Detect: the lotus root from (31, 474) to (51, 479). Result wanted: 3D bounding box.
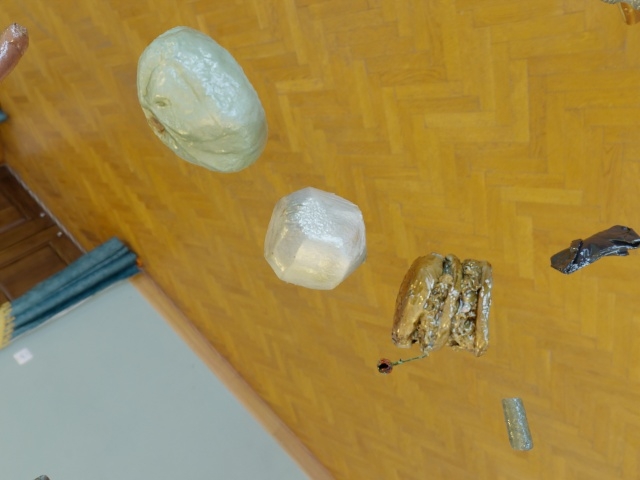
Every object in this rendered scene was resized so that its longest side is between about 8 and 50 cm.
[{"bbox_3d":[-0.404,0.455,0.815,0.192,0.088,0.113,58,165,-19],"label":"lotus root"}]

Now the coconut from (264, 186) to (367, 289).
[{"bbox_3d":[0.000,-0.002,0.819,0.162,0.161,0.161,15,142,-20],"label":"coconut"}]

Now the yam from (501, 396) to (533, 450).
[{"bbox_3d":[0.655,0.608,1.691,0.078,0.078,0.179,-16,86,47],"label":"yam"}]

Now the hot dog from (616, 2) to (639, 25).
[{"bbox_3d":[0.719,-0.565,1.153,0.092,0.235,0.062,-36,63,26],"label":"hot dog"}]

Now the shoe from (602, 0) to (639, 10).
[{"bbox_3d":[0.619,-0.536,1.040,0.168,0.100,0.071,12,137,-11],"label":"shoe"}]

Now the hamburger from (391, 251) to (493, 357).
[{"bbox_3d":[0.274,0.144,1.120,0.211,0.261,0.245,12,137,10],"label":"hamburger"}]

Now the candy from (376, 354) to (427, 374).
[{"bbox_3d":[0.266,0.399,1.658,0.184,0.049,0.056,-24,97,30],"label":"candy"}]

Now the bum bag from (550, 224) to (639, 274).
[{"bbox_3d":[0.800,0.025,1.483,0.248,0.123,0.060,-21,115,6],"label":"bum bag"}]

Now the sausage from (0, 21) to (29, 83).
[{"bbox_3d":[-0.423,-0.208,0.639,0.036,0.158,0.042,41,168,-38],"label":"sausage"}]

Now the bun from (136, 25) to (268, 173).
[{"bbox_3d":[-0.161,-0.169,0.658,0.195,0.118,0.195,40,160,18],"label":"bun"}]
